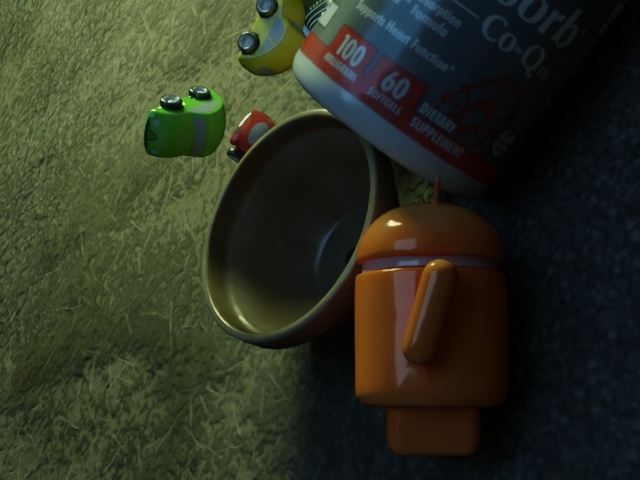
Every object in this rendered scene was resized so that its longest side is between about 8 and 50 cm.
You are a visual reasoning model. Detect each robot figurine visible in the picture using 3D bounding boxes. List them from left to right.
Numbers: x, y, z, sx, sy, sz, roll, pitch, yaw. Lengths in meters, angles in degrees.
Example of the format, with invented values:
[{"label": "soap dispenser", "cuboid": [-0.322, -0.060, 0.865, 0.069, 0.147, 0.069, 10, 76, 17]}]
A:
[{"label": "robot figurine", "cuboid": [0.091, 0.064, 0.882, 0.128, 0.158, 0.219, -8, 78, 40]}]

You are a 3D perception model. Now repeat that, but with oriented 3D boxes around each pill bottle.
[{"label": "pill bottle", "cuboid": [0.156, -0.235, 0.925, 0.363, 0.210, 0.210, -55, 40, 12]}]

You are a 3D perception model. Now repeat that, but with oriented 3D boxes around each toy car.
[{"label": "toy car", "cuboid": [-0.089, -0.130, 1.107, 0.053, 0.225, 0.239, 26, 124, 25]}]

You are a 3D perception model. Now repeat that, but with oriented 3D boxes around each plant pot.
[{"label": "plant pot", "cuboid": [0.000, 0.000, 1.052, 0.237, 0.109, 0.237, -24, 55, 38]}]

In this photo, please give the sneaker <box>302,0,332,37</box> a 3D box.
[{"label": "sneaker", "cuboid": [0.032, -0.228, 1.161, 0.090, 0.081, 0.232, -60, 37, 17]}]
